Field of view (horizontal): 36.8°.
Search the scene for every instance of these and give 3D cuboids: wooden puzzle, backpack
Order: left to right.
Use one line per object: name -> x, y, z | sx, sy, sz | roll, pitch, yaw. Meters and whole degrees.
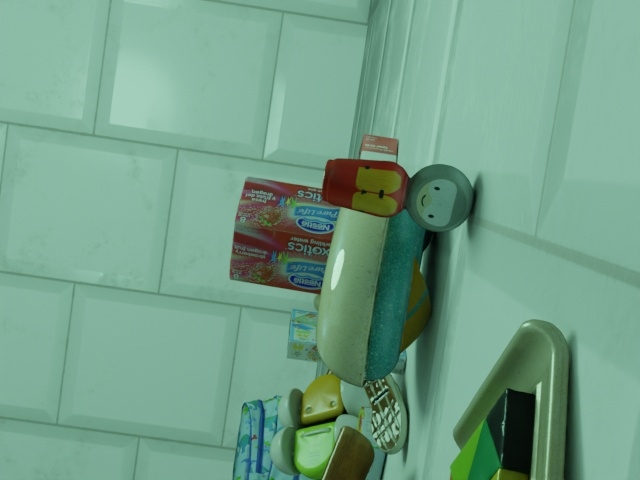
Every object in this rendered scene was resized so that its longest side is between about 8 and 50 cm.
backpack -> -0.068, 0.474, 1.896 | 0.290, 0.273, 0.356 | 91, -164, -49
wooden puzzle -> 0.107, 0.199, 0.611 | 0.221, 0.044, 0.239 | 102, 175, -58

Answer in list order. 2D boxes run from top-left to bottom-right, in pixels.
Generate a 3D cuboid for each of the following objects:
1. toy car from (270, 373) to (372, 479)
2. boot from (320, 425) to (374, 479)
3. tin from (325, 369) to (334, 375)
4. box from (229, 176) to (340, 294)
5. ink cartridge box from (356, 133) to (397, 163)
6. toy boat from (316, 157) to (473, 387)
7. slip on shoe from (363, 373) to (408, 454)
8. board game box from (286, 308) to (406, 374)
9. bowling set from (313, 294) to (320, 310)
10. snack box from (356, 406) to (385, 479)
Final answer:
toy car -> 0.018, 0.306, 1.504 | 0.136, 0.159, 0.182 | 55, -151, -34
boot -> -0.017, 0.379, 1.094 | 0.264, 0.096, 0.280 | 82, -153, -51
tin -> 0.039, 0.233, 1.644 | 0.190, 0.040, 0.106 | -66, 16, -6
box -> -0.009, 0.001, 1.533 | 0.123, 0.256, 0.128 | -81, 1, -48
ink cartridge box -> 0.090, -0.075, 1.711 | 0.115, 0.067, 0.198 | 103, 174, -61
toy boat -> 0.079, 0.017, 1.057 | 0.318, 0.148, 0.268 | 87, -166, -60
slip on shoe -> 0.086, 0.213, 1.187 | 0.051, 0.041, 0.135 | -41, 32, 14
board game box -> 0.034, 0.134, 1.283 | 0.103, 0.154, 0.026 | -87, 6, -71
bowling set -> 0.000, 0.000, 1.874 | 0.154, 0.199, 0.287 | -12, 71, 49
snack box -> 0.062, 0.321, 1.353 | 0.100, 0.037, 0.141 | -85, 3, -68
